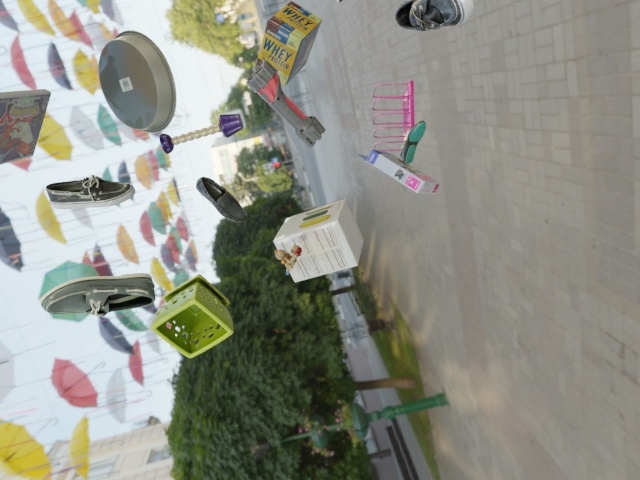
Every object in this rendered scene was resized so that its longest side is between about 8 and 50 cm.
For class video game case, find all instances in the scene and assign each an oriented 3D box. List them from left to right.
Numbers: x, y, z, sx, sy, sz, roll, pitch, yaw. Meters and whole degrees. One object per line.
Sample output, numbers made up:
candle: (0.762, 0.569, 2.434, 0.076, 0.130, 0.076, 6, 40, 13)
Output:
video game case: (-0.722, -0.261, 1.083, 0.183, 0.023, 0.201, -60, 6, 21)

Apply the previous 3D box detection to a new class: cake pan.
cake pan: (-0.549, -0.459, 1.369, 0.054, 0.293, 0.293, -38, -60, -50)

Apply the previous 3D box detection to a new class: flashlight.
flashlight: (-0.107, -0.457, 1.560, 0.304, 0.103, 0.103, 39, -156, -28)

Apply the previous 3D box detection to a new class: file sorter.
file sorter: (0.342, -0.584, 2.222, 0.202, 0.182, 0.291, 32, -123, -88)

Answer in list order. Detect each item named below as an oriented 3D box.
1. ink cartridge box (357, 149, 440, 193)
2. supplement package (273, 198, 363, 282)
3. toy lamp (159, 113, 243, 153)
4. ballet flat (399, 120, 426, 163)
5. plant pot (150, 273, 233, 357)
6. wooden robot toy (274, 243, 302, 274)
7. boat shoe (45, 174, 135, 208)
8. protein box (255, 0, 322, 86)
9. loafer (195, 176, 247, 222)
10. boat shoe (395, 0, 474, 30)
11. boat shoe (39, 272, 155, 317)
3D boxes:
ink cartridge box: (0.315, -0.287, 1.871, 0.311, 0.065, 0.186, 35, -159, 26)
supplement package: (0.000, 0.000, 1.768, 0.198, 0.262, 0.199, 64, -157, -22)
toy lamp: (-0.391, -0.359, 1.540, 0.080, 0.274, 0.080, -14, -90, -87)
ballet flat: (0.388, -0.430, 1.995, 0.074, 0.074, 0.203, -106, 25, -50)
plant pot: (-0.491, 0.281, 1.813, 0.228, 0.227, 0.207, 51, -165, -33)
wooden robot toy: (-0.111, 0.044, 1.548, 0.076, 0.079, 0.173, -58, 5, 24)
boat shoe: (-0.875, -0.197, 1.772, 0.113, 0.306, 0.105, -102, 10, -45)
protein box: (-0.118, -0.726, 1.717, 0.200, 0.136, 0.201, -61, 1, -39)
loafer: (-0.355, -0.146, 1.678, 0.223, 0.076, 0.078, 41, 157, -11)
boat shoe: (0.193, -0.414, 0.837, 0.080, 0.076, 0.228, 55, -176, -30)
boat shoe: (-0.662, 0.176, 1.407, 0.099, 0.319, 0.116, 57, 139, 32)
